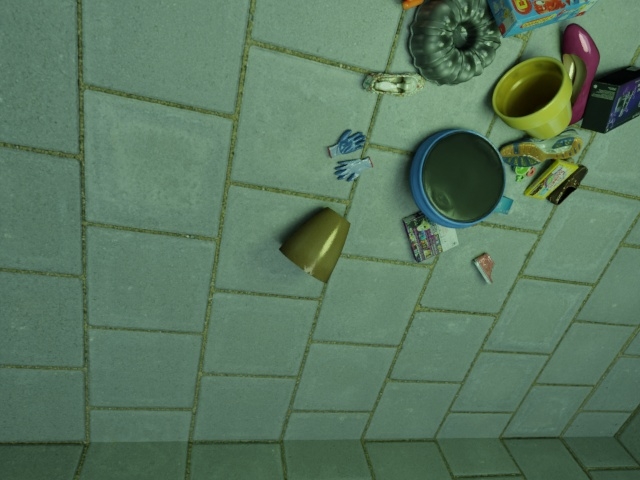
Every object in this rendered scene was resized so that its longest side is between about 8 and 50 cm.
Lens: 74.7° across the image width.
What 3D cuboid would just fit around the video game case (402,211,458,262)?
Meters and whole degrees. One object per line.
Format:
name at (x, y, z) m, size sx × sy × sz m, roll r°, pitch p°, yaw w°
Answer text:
video game case at (0.491, -0.036, 1.857) m, size 0.210 × 0.042 × 0.232 m, roll -25°, pitch 121°, yaw 0°

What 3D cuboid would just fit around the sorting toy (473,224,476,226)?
sorting toy at (0.610, -0.187, 1.788) m, size 0.228 × 0.041 × 0.308 m, roll -17°, pitch 122°, yaw -19°

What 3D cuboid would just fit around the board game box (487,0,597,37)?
board game box at (0.668, -0.833, 1.316) m, size 0.301 × 0.086 × 0.309 m, roll -19°, pitch 85°, yaw -8°

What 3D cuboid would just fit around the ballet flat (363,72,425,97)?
ballet flat at (0.272, -0.553, 1.501) m, size 0.240 × 0.077 × 0.091 m, roll -6°, pitch 119°, yaw -10°

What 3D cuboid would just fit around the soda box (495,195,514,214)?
soda box at (0.725, -0.168, 1.790) m, size 0.209 × 0.067 × 0.071 m, roll 8°, pitch 110°, yaw -33°

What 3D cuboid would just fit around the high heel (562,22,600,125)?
high heel at (0.946, -0.608, 1.584) m, size 0.181 × 0.127 × 0.377 m, roll -40°, pitch 121°, yaw 3°

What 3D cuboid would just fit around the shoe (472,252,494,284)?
shoe at (0.805, 0.137, 2.012) m, size 0.081 × 0.064 × 0.178 m, roll -34°, pitch 116°, yaw 13°

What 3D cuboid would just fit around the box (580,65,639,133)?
box at (1.150, -0.546, 1.625) m, size 0.261 × 0.103 × 0.185 m, roll -26°, pitch 132°, yaw -24°

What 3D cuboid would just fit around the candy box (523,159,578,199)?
candy box at (0.989, -0.259, 1.807) m, size 0.105 × 0.027 × 0.206 m, roll 7°, pitch 142°, yaw -18°

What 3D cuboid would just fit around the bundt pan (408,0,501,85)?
bundt pan at (0.474, -0.693, 1.423) m, size 0.329 × 0.124 × 0.332 m, roll -5°, pitch 114°, yaw -11°

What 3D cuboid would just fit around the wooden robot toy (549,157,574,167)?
wooden robot toy at (1.039, -0.334, 1.790) m, size 0.076 × 0.079 × 0.174 m, roll 10°, pitch 116°, yaw -18°

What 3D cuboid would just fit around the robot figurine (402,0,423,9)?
robot figurine at (0.304, -0.832, 1.322) m, size 0.219 × 0.158 × 0.128 m, roll -9°, pitch 86°, yaw -8°

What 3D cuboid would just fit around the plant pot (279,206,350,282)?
plant pot at (0.000, 0.000, 1.688) m, size 0.237 × 0.237 × 0.255 m, roll 34°, pitch 91°, yaw -27°

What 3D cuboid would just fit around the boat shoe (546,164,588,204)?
boat shoe at (1.109, -0.241, 1.863) m, size 0.073 × 0.073 × 0.207 m, roll 32°, pitch 107°, yaw -25°

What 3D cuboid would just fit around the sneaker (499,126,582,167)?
sneaker at (0.886, -0.382, 1.705) m, size 0.295 × 0.131 × 0.112 m, roll -3°, pitch 132°, yaw 22°

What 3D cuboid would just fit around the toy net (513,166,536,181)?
toy net at (0.927, -0.344, 1.780) m, size 0.232 × 0.045 × 0.122 m, roll -36°, pitch 119°, yaw 8°

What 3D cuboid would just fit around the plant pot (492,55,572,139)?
plant pot at (0.811, -0.503, 1.563) m, size 0.238 × 0.254 × 0.254 m, roll 26°, pitch 111°, yaw -40°

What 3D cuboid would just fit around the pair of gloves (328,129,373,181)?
pair of gloves at (0.116, -0.328, 1.626) m, size 0.159 × 0.023 × 0.198 m, roll -23°, pitch 122°, yaw -1°

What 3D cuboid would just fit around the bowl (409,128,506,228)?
bowl at (0.543, -0.243, 1.636) m, size 0.390 × 0.077 × 0.392 m, roll 0°, pitch 91°, yaw -11°
